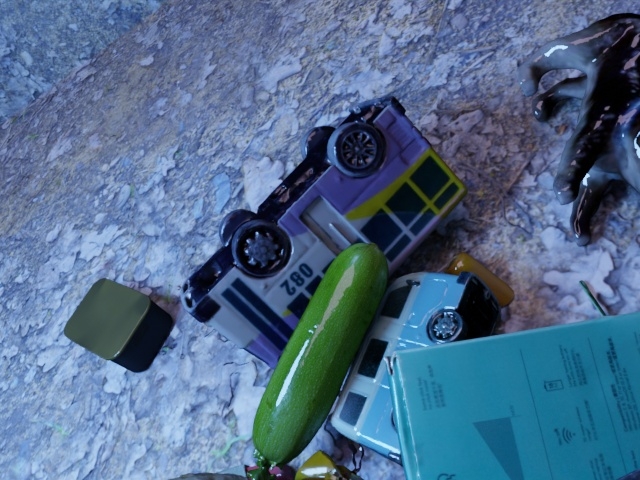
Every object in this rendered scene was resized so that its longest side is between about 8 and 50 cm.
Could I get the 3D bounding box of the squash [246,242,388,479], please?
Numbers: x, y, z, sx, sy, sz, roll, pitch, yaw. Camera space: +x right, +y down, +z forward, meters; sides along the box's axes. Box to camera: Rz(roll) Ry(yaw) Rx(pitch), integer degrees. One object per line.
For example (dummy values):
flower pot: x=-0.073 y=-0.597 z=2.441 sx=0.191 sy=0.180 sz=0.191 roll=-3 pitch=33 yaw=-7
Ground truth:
squash: x=-0.009 y=0.173 z=0.876 sx=0.101 sy=0.101 sz=0.379 roll=28 pitch=92 yaw=43

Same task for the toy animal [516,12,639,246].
toy animal: x=0.465 y=-0.191 z=0.896 sx=0.302 sy=0.194 sz=0.344 roll=-22 pitch=54 yaw=25

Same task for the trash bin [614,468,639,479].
trash bin: x=0.349 y=0.342 z=0.439 sx=0.296 sy=0.256 sz=0.368 roll=-31 pitch=14 yaw=12

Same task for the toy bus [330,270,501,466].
toy bus: x=0.134 y=0.176 z=0.883 sx=0.164 sy=0.133 sz=0.271 roll=9 pitch=66 yaw=42

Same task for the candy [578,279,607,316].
candy: x=0.389 y=0.118 z=0.829 sx=0.055 sy=0.049 sz=0.185 roll=-5 pitch=40 yaw=-8

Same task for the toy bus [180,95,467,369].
toy bus: x=0.000 y=0.000 z=1.015 sx=0.440 sy=0.249 sz=0.209 roll=-46 pitch=17 yaw=-5

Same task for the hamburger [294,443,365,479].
hamburger: x=0.022 y=0.396 z=0.761 sx=0.262 sy=0.138 sz=0.243 roll=-58 pitch=41 yaw=7

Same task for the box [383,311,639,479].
box: x=0.241 y=0.205 z=0.699 sx=0.311 sy=0.118 sz=0.205 roll=-10 pitch=70 yaw=1

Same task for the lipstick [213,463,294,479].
lipstick: x=-0.185 y=0.397 z=0.984 sx=0.312 sy=0.051 sz=0.051 roll=-23 pitch=45 yaw=17

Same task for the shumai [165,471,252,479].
shumai: x=-0.217 y=0.466 z=0.895 sx=0.314 sy=0.267 sz=0.262 roll=-34 pitch=6 yaw=-32

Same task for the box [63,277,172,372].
box: x=-0.406 y=0.172 z=1.264 sx=0.201 sy=0.090 sz=0.145 roll=12 pitch=66 yaw=39

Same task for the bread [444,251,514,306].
bread: x=0.239 y=0.066 z=0.959 sx=0.049 sy=0.103 sz=0.062 roll=-53 pitch=2 yaw=-25
